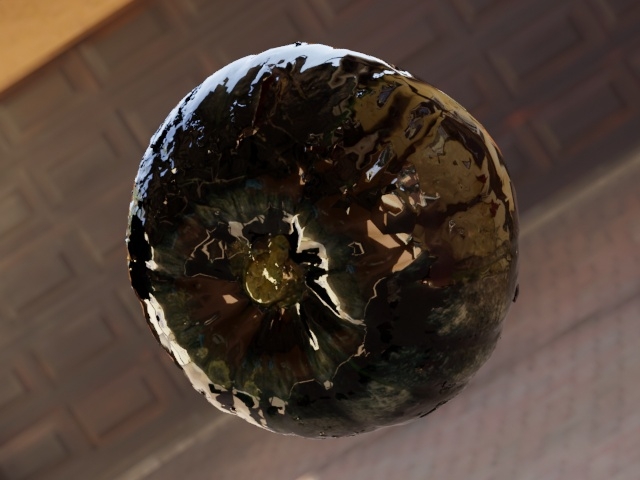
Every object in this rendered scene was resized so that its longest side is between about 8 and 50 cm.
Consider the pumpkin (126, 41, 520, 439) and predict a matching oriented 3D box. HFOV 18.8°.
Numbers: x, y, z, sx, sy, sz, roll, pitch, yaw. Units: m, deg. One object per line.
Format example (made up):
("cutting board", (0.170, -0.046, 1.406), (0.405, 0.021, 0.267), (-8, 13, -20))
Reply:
("pumpkin", (0.000, 0.000, 1.106), (0.233, 0.233, 0.163), (-31, -1, 29))
